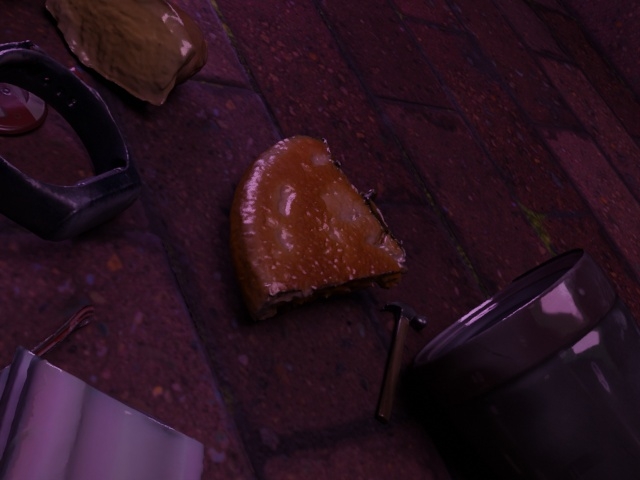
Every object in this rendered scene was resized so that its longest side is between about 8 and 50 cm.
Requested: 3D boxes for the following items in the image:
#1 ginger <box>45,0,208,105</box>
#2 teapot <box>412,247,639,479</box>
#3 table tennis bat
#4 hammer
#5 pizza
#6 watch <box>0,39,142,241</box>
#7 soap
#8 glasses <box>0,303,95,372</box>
[{"bbox_3d":[-0.225,-0.255,0.934,0.193,0.115,0.122,37,15,3],"label":"ginger"},{"bbox_3d":[0.286,0.197,0.892,0.312,0.233,0.315,57,11,3],"label":"teapot"},{"bbox_3d":[-0.313,-0.156,0.805,0.098,0.019,0.155,49,39,5],"label":"table tennis bat"},{"bbox_3d":[0.086,0.136,0.897,0.062,0.017,0.182,36,38,-11],"label":"hammer"},{"bbox_3d":[0.000,0.000,0.891,0.229,0.081,0.289,23,42,-16],"label":"pizza"},{"bbox_3d":[-0.263,-0.094,0.714,0.193,0.068,0.206,50,23,-3],"label":"watch"},{"bbox_3d":[-0.162,0.221,0.419,0.115,0.208,0.347,27,39,-25],"label":"soap"},{"bbox_3d":[-0.302,0.017,0.563,0.234,0.118,0.268,46,36,6],"label":"glasses"}]
